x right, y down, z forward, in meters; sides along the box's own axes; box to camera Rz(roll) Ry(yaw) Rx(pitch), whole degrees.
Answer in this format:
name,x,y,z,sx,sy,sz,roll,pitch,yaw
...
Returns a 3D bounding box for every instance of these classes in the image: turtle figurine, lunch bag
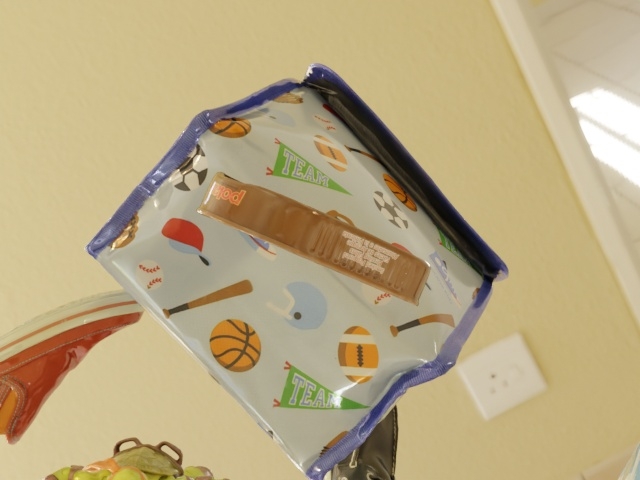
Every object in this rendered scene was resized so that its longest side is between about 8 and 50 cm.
name,x,y,z,sx,sy,sz,roll,pitch,yaw
turtle figurine,-0.185,0.236,1.045,0.270,0.087,0.217,-2,-11,1
lunch bag,0.012,0.001,1.116,0.239,0.328,0.385,-43,-3,24

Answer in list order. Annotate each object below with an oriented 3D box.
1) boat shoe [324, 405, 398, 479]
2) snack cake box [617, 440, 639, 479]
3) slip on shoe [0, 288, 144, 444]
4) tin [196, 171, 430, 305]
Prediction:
name,x,y,z,sx,sy,sz,roll,pitch,yaw
boat shoe,0.067,0.372,1.472,0.113,0.127,0.340,5,71,44
snack cake box,0.330,0.267,0.784,0.264,0.152,0.089,24,39,12
slip on shoe,-0.315,0.149,1.071,0.331,0.101,0.123,-32,3,-8
tin,0.000,0.000,0.757,0.106,0.190,0.040,28,93,50
